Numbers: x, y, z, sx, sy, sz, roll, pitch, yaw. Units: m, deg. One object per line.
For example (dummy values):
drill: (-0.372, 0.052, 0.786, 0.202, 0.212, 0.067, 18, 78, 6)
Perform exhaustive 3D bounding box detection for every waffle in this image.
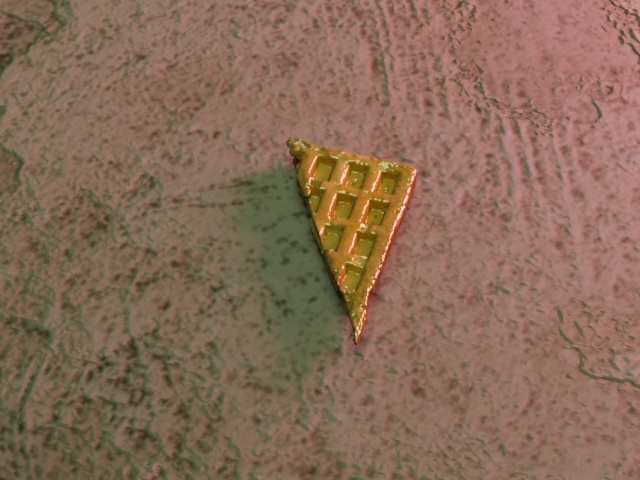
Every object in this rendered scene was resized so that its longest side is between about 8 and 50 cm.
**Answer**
waffle: (0.000, 0.000, 1.421, 0.125, 0.032, 0.191, 15, 49, 11)
